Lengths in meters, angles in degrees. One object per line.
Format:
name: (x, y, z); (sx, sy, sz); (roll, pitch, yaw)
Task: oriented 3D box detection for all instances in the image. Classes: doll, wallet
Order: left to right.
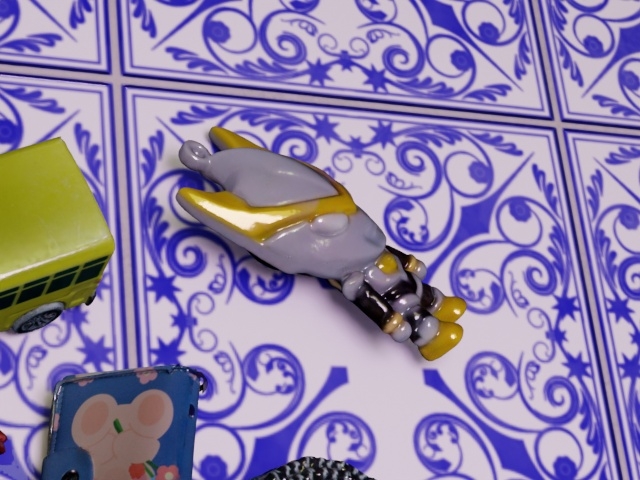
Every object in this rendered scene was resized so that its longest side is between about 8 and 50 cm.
wallet: (-0.167, 0.204, 1.202); (0.141, 0.059, 0.202); (-9, 60, 21)
doll: (0.000, 0.002, 1.387); (0.316, 0.103, 0.145); (37, 53, -10)

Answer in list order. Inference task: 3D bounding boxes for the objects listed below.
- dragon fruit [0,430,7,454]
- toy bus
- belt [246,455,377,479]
dragon fruit: (-0.386, 0.177, 0.964); (0.370, 0.386, 0.249); (-18, 86, -2)
toy bus: (-0.314, 0.019, 1.209); (0.262, 0.150, 0.128); (-20, 74, -30)
belt: (-0.024, 0.313, 1.198); (0.207, 0.150, 0.258); (21, 60, -25)
